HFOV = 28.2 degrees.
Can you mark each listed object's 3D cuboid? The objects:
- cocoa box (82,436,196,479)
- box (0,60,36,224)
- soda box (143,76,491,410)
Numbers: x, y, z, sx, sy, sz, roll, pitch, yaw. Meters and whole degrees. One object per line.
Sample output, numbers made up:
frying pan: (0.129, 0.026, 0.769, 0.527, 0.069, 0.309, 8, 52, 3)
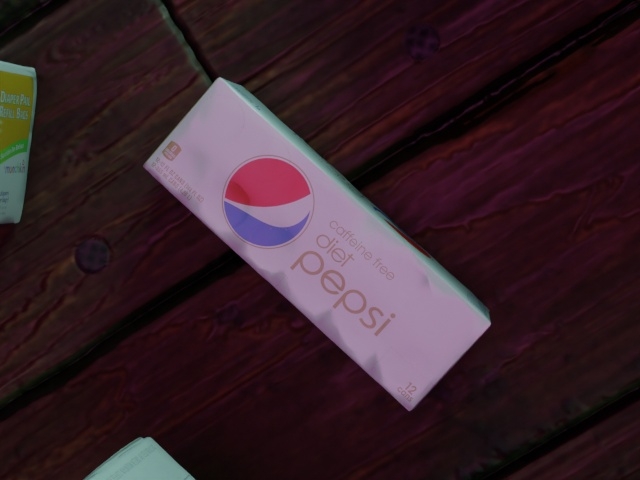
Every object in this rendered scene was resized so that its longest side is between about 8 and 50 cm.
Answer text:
cocoa box: (-0.136, 0.308, 0.597, 0.228, 0.231, 0.347, 42, 97, 3)
box: (-0.291, -0.071, 0.774, 0.203, 0.114, 0.103, 8, 95, 5)
soda box: (0.000, 0.000, 0.766, 0.216, 0.069, 0.074, 42, 97, 3)
